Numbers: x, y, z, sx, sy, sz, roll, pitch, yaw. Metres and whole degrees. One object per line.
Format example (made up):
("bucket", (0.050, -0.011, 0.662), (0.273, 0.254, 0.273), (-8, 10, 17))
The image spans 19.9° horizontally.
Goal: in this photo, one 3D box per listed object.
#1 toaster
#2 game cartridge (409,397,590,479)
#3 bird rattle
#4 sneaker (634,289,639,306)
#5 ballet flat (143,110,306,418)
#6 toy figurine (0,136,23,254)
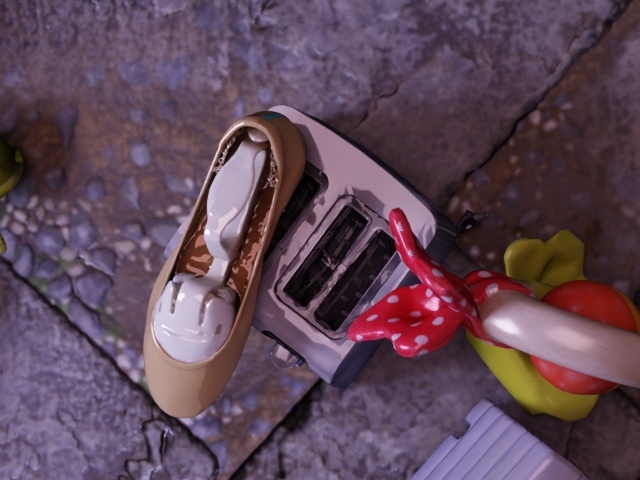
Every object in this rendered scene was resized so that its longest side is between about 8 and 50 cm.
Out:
("toaster", (0.000, 0.000, 1.375), (0.168, 0.110, 0.186), (38, 94, 10))
("game cartridge", (0.039, 0.273, 1.275), (0.068, 0.230, 0.355), (42, 89, -12))
("bird rattle", (0.157, 0.049, 1.268), (0.207, 0.253, 0.143), (18, 86, 33))
("sneaker", (0.300, 0.029, 1.347), (0.089, 0.051, 0.170), (40, 99, 11))
("ballet flat", (-0.079, 0.015, 1.296), (0.080, 0.073, 0.232), (19, 91, 13))
("toy figurine", (-0.425, -0.084, 1.367), (0.362, 0.191, 0.217), (-12, 119, -2))
